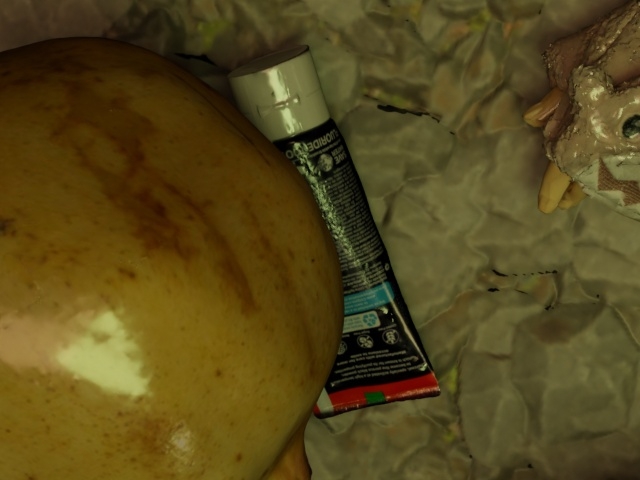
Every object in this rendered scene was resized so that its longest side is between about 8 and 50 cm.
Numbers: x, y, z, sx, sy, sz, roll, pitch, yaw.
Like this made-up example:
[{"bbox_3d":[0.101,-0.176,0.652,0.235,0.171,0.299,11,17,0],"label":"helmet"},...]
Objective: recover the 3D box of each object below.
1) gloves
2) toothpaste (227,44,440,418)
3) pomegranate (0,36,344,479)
[{"bbox_3d":[0.163,-0.070,0.769,0.110,0.094,0.144,17,94,-8],"label":"gloves"},{"bbox_3d":[0.000,0.000,0.827,0.071,0.045,0.194,-15,104,18],"label":"toothpaste"},{"bbox_3d":[-0.114,0.044,0.740,0.264,0.264,0.264,1,101,7],"label":"pomegranate"}]
